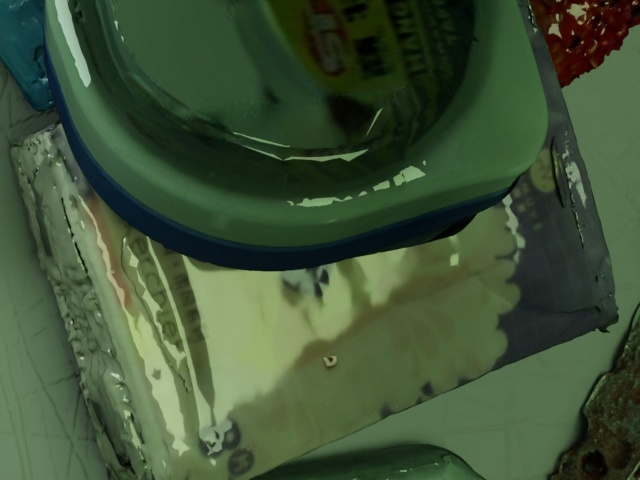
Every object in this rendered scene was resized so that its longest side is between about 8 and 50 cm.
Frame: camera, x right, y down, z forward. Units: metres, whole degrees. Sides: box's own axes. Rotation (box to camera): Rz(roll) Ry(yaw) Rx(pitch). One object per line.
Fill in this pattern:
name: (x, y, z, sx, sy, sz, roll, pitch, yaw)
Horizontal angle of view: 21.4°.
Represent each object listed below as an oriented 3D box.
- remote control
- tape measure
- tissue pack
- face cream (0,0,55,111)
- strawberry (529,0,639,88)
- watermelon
remote control: (0.004, 0.197, 1.116, 0.247, 0.052, 0.104, -7, 95, -23)
tape measure: (-0.021, -0.120, 0.928, 0.262, 0.138, 0.259, -15, 75, -22)
tissue pack: (0.000, 0.000, 1.063, 0.343, 0.125, 0.242, -20, 99, -22)
face cream: (-0.234, -0.225, 0.963, 0.163, 0.080, 0.337, -40, 108, -20)
strawberry: (0.204, -0.236, 1.166, 0.188, 0.106, 0.286, 19, 84, -24)
watermelon: (0.243, 0.160, 1.223, 0.241, 0.094, 0.154, -44, 119, -17)
